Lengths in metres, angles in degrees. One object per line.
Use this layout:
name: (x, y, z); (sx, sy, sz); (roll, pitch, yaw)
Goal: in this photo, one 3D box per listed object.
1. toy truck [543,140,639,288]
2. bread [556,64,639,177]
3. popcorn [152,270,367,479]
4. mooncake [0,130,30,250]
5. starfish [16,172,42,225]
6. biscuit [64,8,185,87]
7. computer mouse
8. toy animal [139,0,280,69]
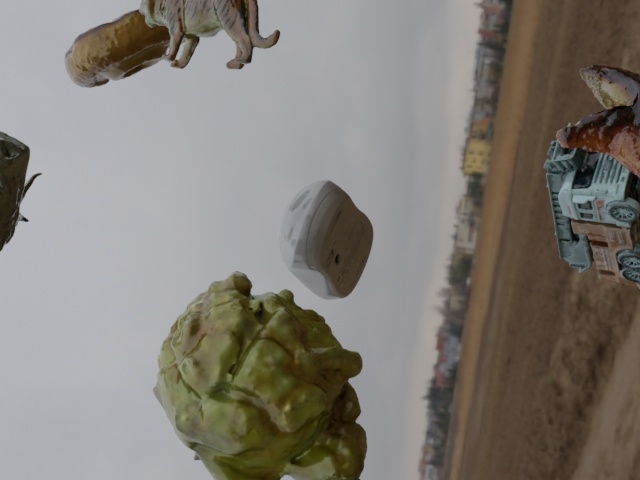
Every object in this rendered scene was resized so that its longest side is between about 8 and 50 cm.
toy truck: (0.505, -0.056, 1.538); (0.338, 0.184, 0.133); (56, -129, -47)
bread: (0.396, -0.100, 0.936); (0.139, 0.268, 0.095); (-57, -18, -27)
popcorn: (-0.088, 0.198, 1.203); (0.335, 0.274, 0.279); (39, 160, 58)
mooncake: (-0.665, -0.090, 1.518); (0.136, 0.250, 0.254); (-73, -1, -62)
starfish: (-0.636, -0.051, 1.728); (0.050, 0.223, 0.217); (35, -93, -38)
biscuit: (-0.390, -0.384, 1.699); (0.213, 0.274, 0.091); (-46, -67, -77)
computer mouse: (0.000, 0.000, 1.539); (0.297, 0.121, 0.184); (42, -115, -68)
toy animal: (-0.135, -0.250, 0.977); (0.056, 0.241, 0.099); (3, -85, -50)
